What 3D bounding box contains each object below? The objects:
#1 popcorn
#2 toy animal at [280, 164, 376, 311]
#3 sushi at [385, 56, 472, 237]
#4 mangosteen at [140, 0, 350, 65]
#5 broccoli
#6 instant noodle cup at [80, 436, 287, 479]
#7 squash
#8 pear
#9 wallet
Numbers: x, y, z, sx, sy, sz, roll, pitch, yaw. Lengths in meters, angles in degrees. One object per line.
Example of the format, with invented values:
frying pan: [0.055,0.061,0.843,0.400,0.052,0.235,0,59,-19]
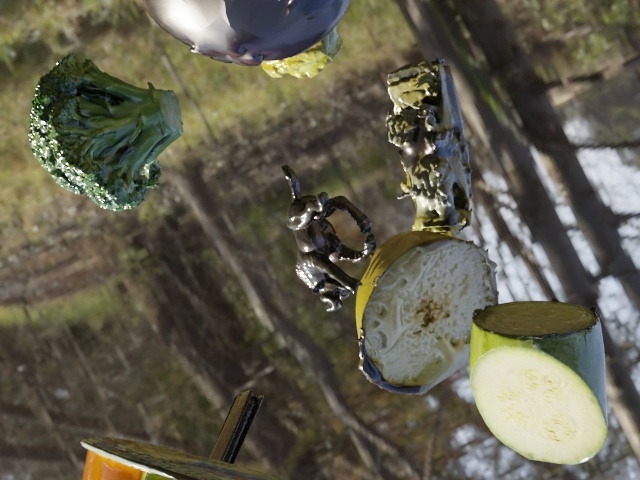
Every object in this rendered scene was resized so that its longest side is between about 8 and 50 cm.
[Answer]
popcorn: [-0.044,-0.386,2.226,0.167,0.185,0.187,3,165,21]
toy animal: [0.000,0.000,1.812,0.148,0.233,0.084,-5,-157,43]
sushi: [0.164,-0.143,1.994,0.139,0.291,0.131,-8,-173,28]
mangosteen: [-0.057,-0.262,1.021,0.194,0.230,0.194,14,-175,-1]
broccoli: [-0.351,-0.178,2.004,0.241,0.269,0.261,-14,178,13]
instant noodle cup: [-0.108,0.317,1.120,0.296,0.214,0.296,15,173,2]
squash: [0.300,0.221,1.696,0.189,0.260,0.189,-2,-165,1]
pear: [0.135,0.091,1.900,0.267,0.267,0.178,-29,-150,-13]
wallet: [-0.164,0.366,2.219,0.198,0.031,0.110,-66,-166,-19]
